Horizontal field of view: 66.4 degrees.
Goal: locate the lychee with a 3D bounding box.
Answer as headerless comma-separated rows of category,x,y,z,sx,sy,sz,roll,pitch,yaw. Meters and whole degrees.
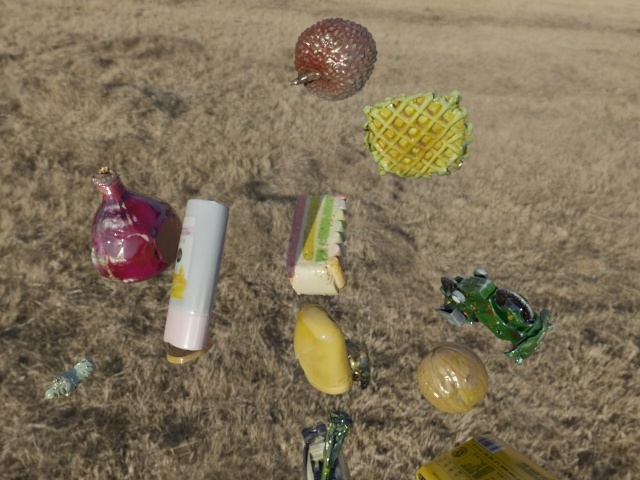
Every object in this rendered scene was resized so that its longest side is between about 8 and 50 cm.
lychee,0.023,-0.359,0.984,0.165,0.165,0.197,30,61,29

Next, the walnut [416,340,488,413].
walnut,0.428,0.447,1.584,0.228,0.227,0.228,3,38,-2

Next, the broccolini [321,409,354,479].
broccolini,0.021,0.534,1.248,0.068,0.091,0.202,16,72,27

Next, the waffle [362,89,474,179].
waffle,0.186,-0.200,0.946,0.214,0.207,0.054,0,48,22

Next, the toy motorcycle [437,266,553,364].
toy motorcycle,0.352,0.149,0.999,0.125,0.187,0.275,-42,17,-12

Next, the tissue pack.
tissue pack,0.478,0.721,1.306,0.294,0.228,0.382,-22,3,-11

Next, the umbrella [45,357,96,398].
umbrella,-0.685,0.381,1.341,0.062,0.067,0.143,22,36,24

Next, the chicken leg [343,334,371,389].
chicken leg,0.111,0.441,1.724,0.140,0.211,0.361,-37,12,-6

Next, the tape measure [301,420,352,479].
tape measure,0.019,0.678,1.342,0.133,0.270,0.231,-13,35,0

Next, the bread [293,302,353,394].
bread,-0.003,0.134,0.589,0.056,0.115,0.082,-24,39,-16

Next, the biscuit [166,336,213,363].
biscuit,-0.431,0.361,1.613,0.142,0.028,0.220,-8,7,3

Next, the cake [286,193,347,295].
cake,-0.006,-0.008,0.976,0.110,0.090,0.225,-5,67,16

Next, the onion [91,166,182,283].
onion,-0.344,-0.035,0.904,0.140,0.217,0.195,-4,25,10

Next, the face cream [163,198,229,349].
face cream,-0.170,0.045,0.667,0.057,0.198,0.084,14,-8,-34
